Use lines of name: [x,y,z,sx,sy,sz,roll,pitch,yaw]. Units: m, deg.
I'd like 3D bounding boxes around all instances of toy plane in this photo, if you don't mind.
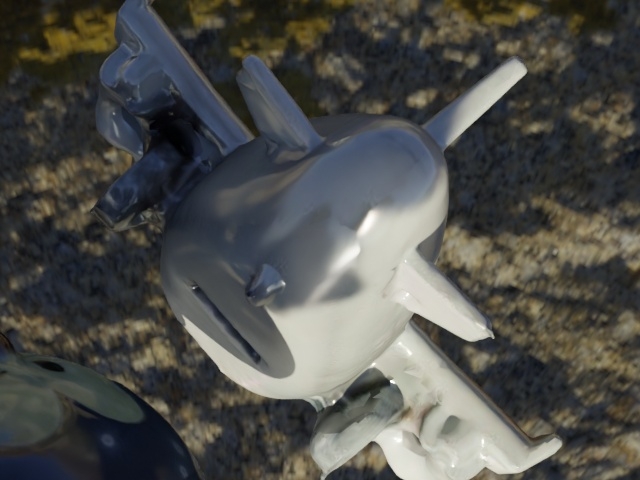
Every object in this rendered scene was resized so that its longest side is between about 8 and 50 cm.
toy plane: [0.000,0.000,0.528,0.117,0.245,0.244,-42,74,-18]

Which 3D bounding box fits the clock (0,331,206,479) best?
clock: [-0.136,0.125,0.446,0.199,0.243,0.147,-16,80,-50]
